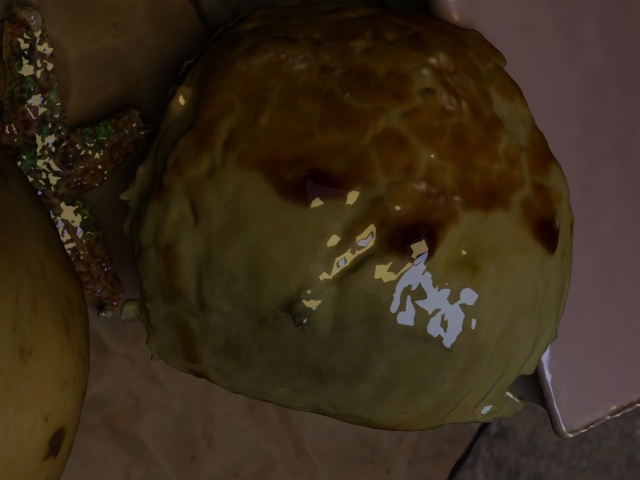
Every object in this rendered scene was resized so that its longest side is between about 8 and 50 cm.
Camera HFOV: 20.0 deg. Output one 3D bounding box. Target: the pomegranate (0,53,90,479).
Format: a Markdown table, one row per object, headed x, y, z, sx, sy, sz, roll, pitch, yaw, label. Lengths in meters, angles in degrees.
| x | y | z | sx | sy | sz | roll | pitch | yaw | label |
| --- | --- | --- | --- | --- | --- | --- | --- | --- | --- |
| -0.262 | 0.028 | 0.901 | 0.342 | 0.342 | 0.342 | -6 | 108 | -20 | pomegranate |

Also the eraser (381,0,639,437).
| x | y | z | sx | sy | sz | roll | pitch | yaw | label |
| --- | --- | --- | --- | --- | --- | --- | --- | --- | --- |
| 0.200 | -0.091 | 1.165 | 0.272 | 0.122 | 0.359 | -25 | 112 | -11 | eraser |

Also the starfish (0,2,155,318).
| x | y | z | sx | sy | sz | roll | pitch | yaw | label |
| --- | --- | --- | --- | --- | --- | --- | --- | --- | --- |
| -0.169 | -0.038 | 1.082 | 0.150 | 0.053 | 0.209 | -28 | 119 | 2 | starfish |

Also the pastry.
| x | y | z | sx | sy | sz | roll | pitch | yaw | label |
| --- | --- | --- | --- | --- | --- | --- | --- | --- | --- |
| 0.008 | -0.004 | 1.030 | 0.256 | 0.170 | 0.236 | 15 | 113 | 18 | pastry |
